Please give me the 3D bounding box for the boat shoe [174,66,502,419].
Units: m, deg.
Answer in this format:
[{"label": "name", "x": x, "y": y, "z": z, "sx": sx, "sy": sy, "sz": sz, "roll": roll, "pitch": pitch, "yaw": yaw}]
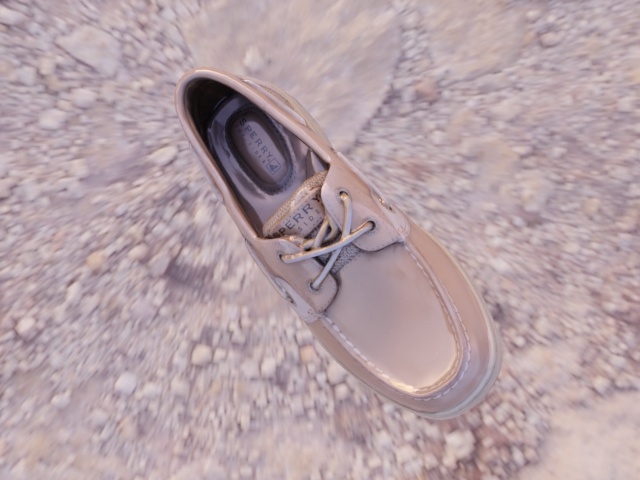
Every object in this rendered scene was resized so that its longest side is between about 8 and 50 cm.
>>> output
[{"label": "boat shoe", "x": 0.000, "y": 0.000, "z": 1.397, "sx": 0.121, "sy": 0.110, "sz": 0.341, "roll": -47, "pitch": 63, "yaw": 8}]
